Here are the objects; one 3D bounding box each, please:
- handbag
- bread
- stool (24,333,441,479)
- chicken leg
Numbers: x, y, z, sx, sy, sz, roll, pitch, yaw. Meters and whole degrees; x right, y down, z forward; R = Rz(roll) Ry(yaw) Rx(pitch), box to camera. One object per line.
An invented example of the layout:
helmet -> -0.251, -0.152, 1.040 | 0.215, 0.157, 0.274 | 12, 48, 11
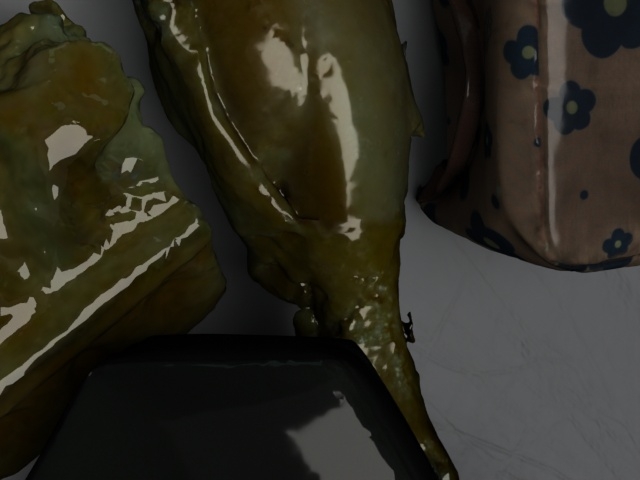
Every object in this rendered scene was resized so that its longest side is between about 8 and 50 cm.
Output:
handbag -> 0.160, -0.116, 0.829 | 0.190, 0.193, 0.252 | -7, 100, -26
bread -> -0.194, 0.016, 0.719 | 0.252, 0.238, 0.196 | -34, 72, -16
stool -> -0.041, 0.153, 0.647 | 0.232, 0.141, 0.232 | 0, 93, 4
chicken leg -> 0.000, 0.000, 0.769 | 0.152, 0.201, 0.429 | -14, 89, 18
